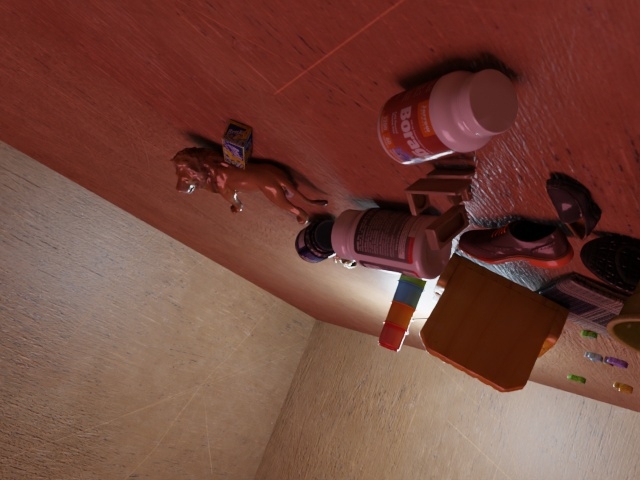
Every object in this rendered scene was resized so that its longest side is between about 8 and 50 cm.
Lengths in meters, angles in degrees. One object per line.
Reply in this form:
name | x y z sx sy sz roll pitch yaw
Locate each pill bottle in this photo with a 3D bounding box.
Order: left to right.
pill bottle | 0.000 0.000 2.051 0.122 0.123 0.219 24 167 -10
pill bottle | 0.177 0.000 1.684 0.283 0.161 0.161 11 163 40
pill bottle | 0.190 -0.188 1.004 0.121 0.121 0.216 28 165 -24

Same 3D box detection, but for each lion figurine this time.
lion figurine | -0.192 -0.161 1.766 0.391 0.142 0.240 2 153 19

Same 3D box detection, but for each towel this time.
towel | 0.755 0.182 1.759 0.324 0.056 0.312 24 164 3

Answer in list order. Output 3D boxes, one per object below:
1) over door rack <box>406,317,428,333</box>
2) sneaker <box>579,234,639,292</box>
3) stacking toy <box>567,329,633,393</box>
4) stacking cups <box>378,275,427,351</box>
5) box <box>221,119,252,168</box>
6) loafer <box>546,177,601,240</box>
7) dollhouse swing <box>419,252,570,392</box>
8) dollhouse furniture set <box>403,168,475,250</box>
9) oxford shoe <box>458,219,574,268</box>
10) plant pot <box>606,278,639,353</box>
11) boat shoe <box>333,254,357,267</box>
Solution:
over door rack | 0.494 0.307 2.452 0.239 0.108 0.324 29 144 -31
sneaker | 0.668 0.076 1.340 0.286 0.109 0.130 22 173 10
stacking toy | 0.869 0.364 2.009 0.052 0.167 0.221 30 165 -30
stacking cups | 0.243 0.154 1.853 0.096 0.316 0.096 21 165 6
box | -0.202 -0.232 1.606 0.059 0.054 0.169 22 167 0
loafer | 0.465 -0.058 1.212 0.170 0.061 0.062 32 164 -34
dollhouse swing | 0.455 0.261 1.839 0.346 0.305 0.315 27 164 14
dollhouse furniture set | 0.276 -0.063 1.319 0.123 0.144 0.151 7 124 47
oxford shoe | 0.421 -0.009 1.463 0.271 0.097 0.098 3 138 43
plant pot | 0.618 0.059 1.012 0.276 0.254 0.276 22 167 5
boat shoe | 0.091 0.061 2.296 0.059 0.063 0.170 15 175 18
